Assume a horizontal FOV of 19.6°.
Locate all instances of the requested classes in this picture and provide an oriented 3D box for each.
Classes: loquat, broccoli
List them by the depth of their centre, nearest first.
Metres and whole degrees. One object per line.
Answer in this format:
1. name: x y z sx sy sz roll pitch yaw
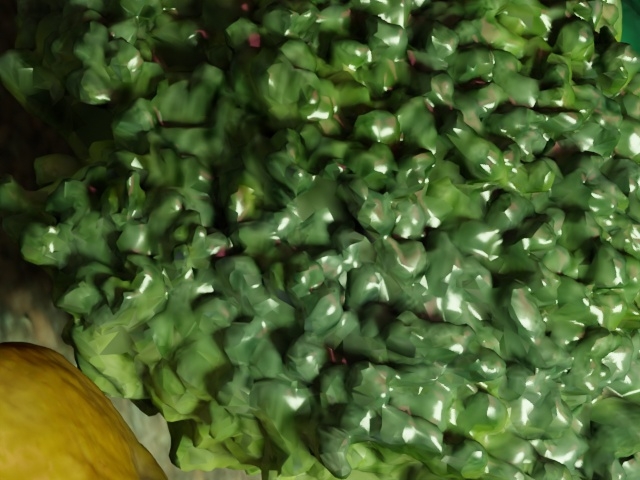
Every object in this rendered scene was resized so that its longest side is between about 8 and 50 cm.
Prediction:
1. loquat: -0.103 0.092 0.565 0.137 0.113 0.137 37 28 -24
2. broccoli: 0.000 0.000 0.679 0.248 0.245 0.288 -8 60 -16

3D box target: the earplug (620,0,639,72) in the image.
1. earplug: 0.105 -0.065 0.876 0.164 0.280 0.257 37 69 6
